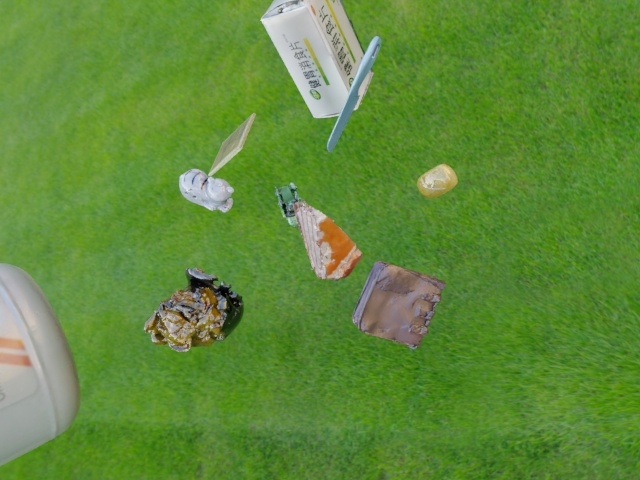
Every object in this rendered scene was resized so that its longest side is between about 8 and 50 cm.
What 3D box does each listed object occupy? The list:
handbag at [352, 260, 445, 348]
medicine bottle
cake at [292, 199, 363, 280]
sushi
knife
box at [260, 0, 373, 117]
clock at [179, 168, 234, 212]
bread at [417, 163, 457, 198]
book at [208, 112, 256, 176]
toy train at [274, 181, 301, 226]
[{"bbox_3d":[0.211,0.171,1.461,0.074,0.216,0.203,-133,61,-72],"label":"handbag"},{"bbox_3d":[-0.478,0.181,0.639,0.245,0.306,0.245,23,124,39],"label":"medicine bottle"},{"bbox_3d":[0.003,0.002,1.434,0.135,0.287,0.098,-42,37,-6],"label":"cake"},{"bbox_3d":[-0.329,0.196,1.423,0.213,0.200,0.204,7,53,24],"label":"sushi"},{"bbox_3d":[0.073,-0.328,1.256,0.019,0.044,0.313,50,134,25],"label":"knife"},{"bbox_3d":[0.000,-0.510,1.427,0.145,0.333,0.173,-5,47,30],"label":"box"},{"bbox_3d":[-0.347,-0.163,1.647,0.176,0.117,0.080,24,59,-1],"label":"clock"},{"bbox_3d":[0.330,-0.163,1.542,0.115,0.056,0.082,-27,106,38],"label":"bread"},{"bbox_3d":[-0.318,-0.339,1.936,0.241,0.018,0.170,-28,38,49],"label":"book"},{"bbox_3d":[-0.109,-0.126,1.943,0.083,0.132,0.200,-14,26,-3],"label":"toy train"}]
